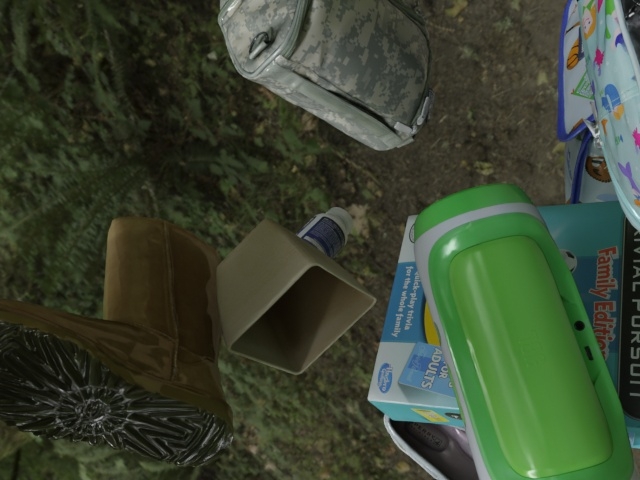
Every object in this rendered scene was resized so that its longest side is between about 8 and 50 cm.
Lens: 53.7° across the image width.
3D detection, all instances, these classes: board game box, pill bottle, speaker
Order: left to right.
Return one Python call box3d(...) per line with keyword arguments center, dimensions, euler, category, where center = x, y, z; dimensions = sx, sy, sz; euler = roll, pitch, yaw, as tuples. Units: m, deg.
box3d(center=(0.000, 0.000, 1.359), dimensions=(0.094, 0.169, 0.094), euler=(23, 136, 24), category="pill bottle")
box3d(center=(0.175, 0.104, 0.563), dimensions=(0.131, 0.131, 0.296), euler=(132, 129, -59), category="speaker")
box3d(center=(0.240, 0.084, 0.709), dimensions=(0.336, 0.253, 0.079), euler=(-4, 147, 33), category="board game box")

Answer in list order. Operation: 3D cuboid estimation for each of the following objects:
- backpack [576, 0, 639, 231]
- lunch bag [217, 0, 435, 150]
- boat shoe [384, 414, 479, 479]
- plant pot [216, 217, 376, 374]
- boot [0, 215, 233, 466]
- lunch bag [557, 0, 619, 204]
box3d(center=(0.307, -0.108, 0.440), dimensions=(0.225, 0.253, 0.191), euler=(-10, 167, 9), category="backpack")
box3d(center=(0.017, -0.286, 0.918), dimensions=(0.305, 0.256, 0.213), euler=(20, 144, -41), category="lunch bag")
box3d(center=(0.234, 0.326, 0.890), dimensions=(0.320, 0.118, 0.103), euler=(31, 178, 20), category="boat shoe")
box3d(center=(-0.035, 0.045, 0.590), dimensions=(0.109, 0.109, 0.096), euler=(34, -165, -49), category="plant pot")
box3d(center=(-0.184, 0.056, 0.563), dimensions=(0.236, 0.089, 0.269), euler=(35, -162, -29), category="boot")
box3d(center=(0.466, -0.223, 0.908), dimensions=(0.239, 0.327, 0.385), euler=(4, 151, 20), category="lunch bag")
